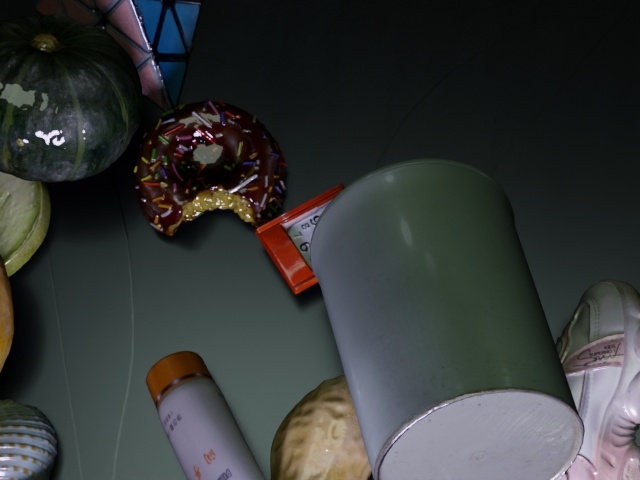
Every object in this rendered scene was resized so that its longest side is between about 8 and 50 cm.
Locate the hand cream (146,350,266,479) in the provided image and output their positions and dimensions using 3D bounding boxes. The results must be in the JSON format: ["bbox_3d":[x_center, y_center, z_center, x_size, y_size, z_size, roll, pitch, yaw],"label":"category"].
[{"bbox_3d":[-0.136,0.291,1.444,0.089,0.140,0.314,2,39,-40],"label":"hand cream"}]

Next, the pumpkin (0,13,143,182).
[{"bbox_3d":[-0.412,-0.207,1.612,0.300,0.207,0.300,12,38,-9],"label":"pumpkin"}]

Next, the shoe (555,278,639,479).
[{"bbox_3d":[0.326,0.212,1.442,0.198,0.172,0.351,6,67,9],"label":"shoe"}]

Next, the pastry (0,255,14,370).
[{"bbox_3d":[-0.594,0.107,1.519,0.356,0.164,0.356,-1,83,5],"label":"pastry"}]

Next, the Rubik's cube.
[{"bbox_3d":[-0.295,-0.377,1.726,0.229,0.228,0.233,-57,28,20],"label":"Rubik's cube"}]

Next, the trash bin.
[{"bbox_3d":[0.146,0.101,1.383,0.280,0.280,0.432,-11,44,-1],"label":"trash bin"}]

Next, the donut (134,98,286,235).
[{"bbox_3d":[-0.165,-0.114,1.639,0.230,0.096,0.216,4,69,5],"label":"donut"}]

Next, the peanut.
[{"bbox_3d":[-0.008,0.325,1.437,0.149,0.149,0.313,14,74,9],"label":"peanut"}]

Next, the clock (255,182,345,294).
[{"bbox_3d":[0.000,0.000,1.606,0.155,0.061,0.113,-29,69,-12],"label":"clock"}]

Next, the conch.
[{"bbox_3d":[-0.425,0.290,1.493,0.135,0.102,0.153,12,75,-15],"label":"conch"}]

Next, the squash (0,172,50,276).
[{"bbox_3d":[-0.537,-0.043,1.657,0.252,0.049,0.252,-1,69,3],"label":"squash"}]
